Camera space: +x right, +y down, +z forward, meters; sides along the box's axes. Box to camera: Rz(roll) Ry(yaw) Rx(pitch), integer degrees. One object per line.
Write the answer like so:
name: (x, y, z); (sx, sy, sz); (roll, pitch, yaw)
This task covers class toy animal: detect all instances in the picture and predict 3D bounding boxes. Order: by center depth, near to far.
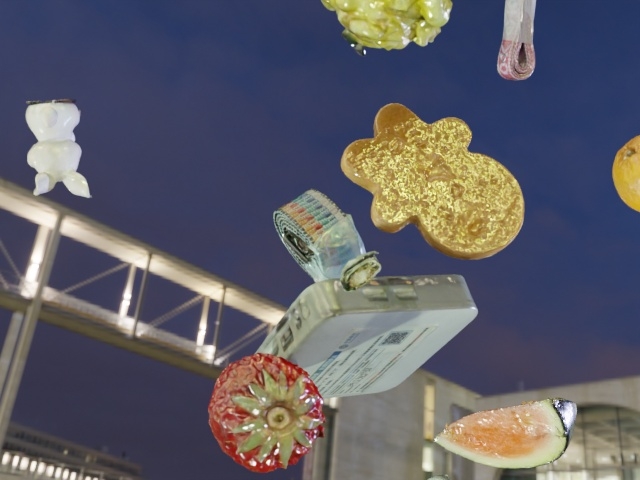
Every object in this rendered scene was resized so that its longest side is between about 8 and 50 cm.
toy animal: (-0.336, -0.118, 0.935); (0.071, 0.124, 0.085); (-4, 9, -28)

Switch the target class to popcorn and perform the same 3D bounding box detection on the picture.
popcorn: (0.124, -0.453, 1.281); (0.237, 0.293, 0.293); (-42, -42, 9)

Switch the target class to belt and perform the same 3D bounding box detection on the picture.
belt: (0.369, -0.414, 1.353); (0.071, 0.232, 0.053); (-5, 15, -19)
belt: (0.000, 0.000, 1.808); (0.150, 0.257, 0.207); (-34, -31, -17)

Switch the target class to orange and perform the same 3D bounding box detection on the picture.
orange: (0.860, -0.176, 1.881); (0.193, 0.219, 0.219); (12, -27, -1)

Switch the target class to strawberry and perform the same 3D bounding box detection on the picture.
strawberry: (-0.110, 0.291, 1.303); (0.205, 0.205, 0.244); (16, -6, -20)

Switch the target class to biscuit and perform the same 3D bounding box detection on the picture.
biscuit: (0.218, -0.108, 1.385); (0.355, 0.275, 0.052); (34, -18, 10)

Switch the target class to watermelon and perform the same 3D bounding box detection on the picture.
watermelon: (0.256, 0.252, 0.979); (0.119, 0.063, 0.245); (30, -33, -13)

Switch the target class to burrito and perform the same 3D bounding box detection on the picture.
burrito: (0.061, 0.046, 1.122); (0.074, 0.044, 0.118); (-40, -1, 1)

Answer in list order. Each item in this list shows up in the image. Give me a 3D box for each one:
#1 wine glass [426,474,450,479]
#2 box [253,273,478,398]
wine glass: (0.207, 0.539, 1.546); (0.155, 0.072, 0.072); (2, -22, -31)
box: (0.074, 0.209, 1.515); (0.396, 0.111, 0.396); (1, -37, -32)
